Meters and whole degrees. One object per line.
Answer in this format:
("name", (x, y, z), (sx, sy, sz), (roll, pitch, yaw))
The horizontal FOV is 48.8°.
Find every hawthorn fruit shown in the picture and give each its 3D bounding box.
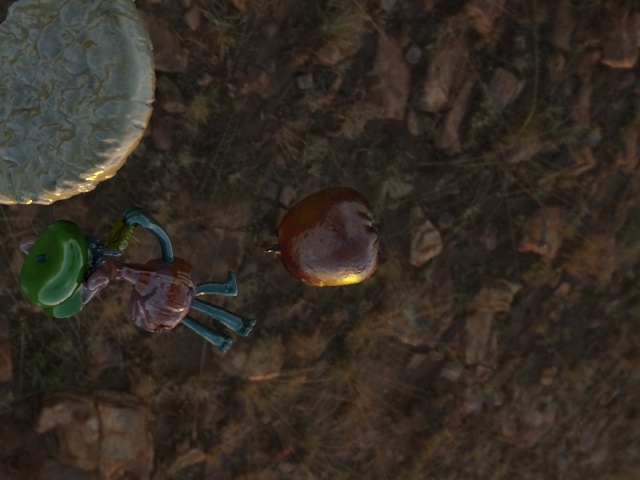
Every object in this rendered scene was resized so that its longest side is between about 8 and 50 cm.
("hawthorn fruit", (0.006, 0.000, 0.498), (0.077, 0.077, 0.077), (-20, 131, -25))

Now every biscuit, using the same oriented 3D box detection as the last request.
("biscuit", (-0.274, -0.144, 0.747), (0.281, 0.179, 0.084), (-54, -179, 12))

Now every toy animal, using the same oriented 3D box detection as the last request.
("toy animal", (-0.147, 0.031, 0.604), (0.208, 0.100, 0.103), (26, 92, -41))
